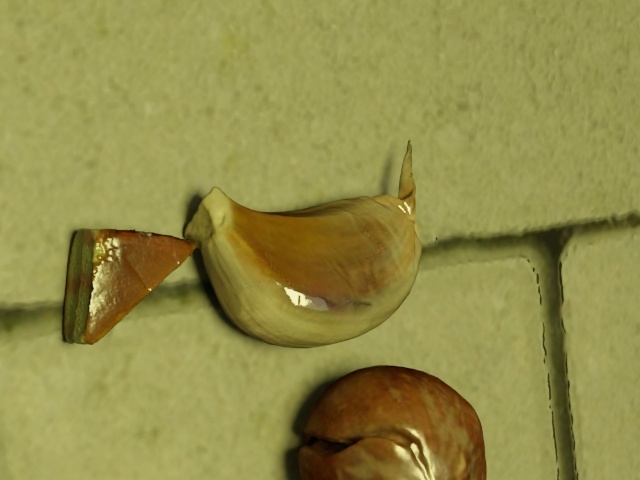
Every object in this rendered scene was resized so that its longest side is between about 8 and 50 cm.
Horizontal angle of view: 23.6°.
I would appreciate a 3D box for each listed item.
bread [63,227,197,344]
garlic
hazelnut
[{"bbox_3d":[-0.136,0.015,1.008,0.109,0.043,0.062,-42,113,-28],"label":"bread"},{"bbox_3d":[0.011,0.006,1.090,0.198,0.090,0.128,-17,85,-30],"label":"garlic"},{"bbox_3d":[0.058,0.162,1.084,0.143,0.143,0.154,-20,101,-34],"label":"hazelnut"}]
